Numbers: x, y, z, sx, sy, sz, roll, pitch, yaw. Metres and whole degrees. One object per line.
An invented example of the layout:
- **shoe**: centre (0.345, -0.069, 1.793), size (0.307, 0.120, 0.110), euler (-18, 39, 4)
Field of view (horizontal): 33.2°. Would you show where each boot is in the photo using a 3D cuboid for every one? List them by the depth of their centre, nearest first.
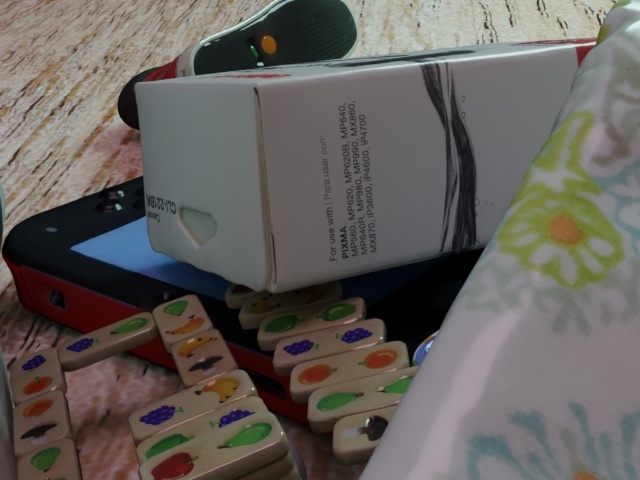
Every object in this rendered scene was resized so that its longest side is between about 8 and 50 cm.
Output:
- **boot**: centre (-0.089, -0.183, 1.119), size (0.244, 0.088, 0.176), euler (-28, 10, -38)

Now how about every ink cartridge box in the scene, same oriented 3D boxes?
- **ink cartridge box**: centre (0.042, -0.059, 0.679), size (0.273, 0.114, 0.197), euler (-12, 13, -27)

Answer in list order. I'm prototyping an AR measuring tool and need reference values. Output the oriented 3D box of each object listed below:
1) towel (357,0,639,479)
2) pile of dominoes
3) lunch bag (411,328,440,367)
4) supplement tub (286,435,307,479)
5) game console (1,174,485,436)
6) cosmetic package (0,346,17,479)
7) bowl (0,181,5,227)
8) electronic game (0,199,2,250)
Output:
- **towel**: centre (0.196, 0.075, 0.359), size (0.321, 0.090, 0.374), euler (25, 54, 13)
- **pile of dominoes**: centre (-0.061, 0.063, 0.529), size (0.196, 0.040, 0.251), euler (-22, 23, -10)
- **lunch bag**: centre (0.207, 0.071, 0.546), size (0.303, 0.115, 0.243), euler (-24, 29, -32)
- **supplement tub**: centre (-0.056, 0.135, 0.504), size (0.071, 0.071, 0.107), euler (6, 29, 22)
- **game console**: centre (0.000, 0.000, 0.788), size (0.387, 0.060, 0.342), euler (16, 33, 36)
- **cosmetic package**: centre (-0.291, -0.025, 0.517), size (0.217, 0.385, 0.156), euler (-12, 27, -15)
- **bowl**: centre (-0.290, 0.013, 0.760), size (0.142, 0.142, 0.053), euler (1, -18, 10)
- **electronic game**: centre (-0.312, -0.009, 0.653), size (0.229, 0.229, 0.048), euler (-14, 16, -18)
